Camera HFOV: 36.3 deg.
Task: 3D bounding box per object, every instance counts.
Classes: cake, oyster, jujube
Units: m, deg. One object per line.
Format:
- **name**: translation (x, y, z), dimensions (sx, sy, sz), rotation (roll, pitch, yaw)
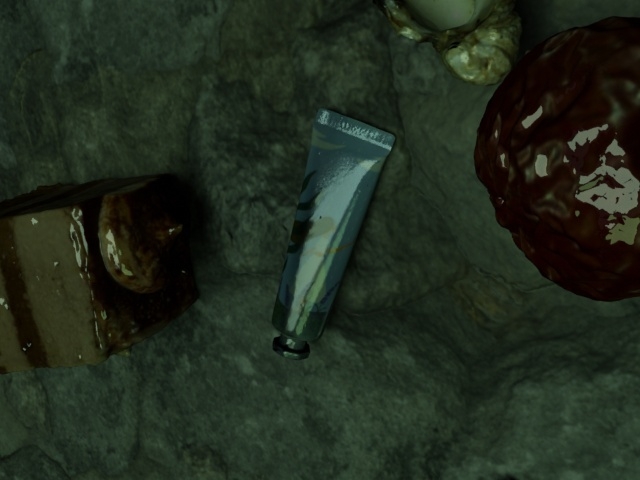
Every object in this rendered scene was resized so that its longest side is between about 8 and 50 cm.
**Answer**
- **cake**: translation (-0.264, 0.032, 1.143), dimensions (0.293, 0.196, 0.199), rotation (-6, 102, 29)
- **oyster**: translation (0.127, -0.284, 0.860), dimensions (0.166, 0.094, 0.294), rotation (14, 92, 37)
- **jujube**: translation (0.222, -0.063, 0.752), dimensions (0.213, 0.232, 0.213), rotation (0, 87, -7)

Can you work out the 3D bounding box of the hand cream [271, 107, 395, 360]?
- **hand cream**: translation (0.000, 0.000, 1.043), dimensions (0.091, 0.058, 0.271), rotation (24, 111, 22)
